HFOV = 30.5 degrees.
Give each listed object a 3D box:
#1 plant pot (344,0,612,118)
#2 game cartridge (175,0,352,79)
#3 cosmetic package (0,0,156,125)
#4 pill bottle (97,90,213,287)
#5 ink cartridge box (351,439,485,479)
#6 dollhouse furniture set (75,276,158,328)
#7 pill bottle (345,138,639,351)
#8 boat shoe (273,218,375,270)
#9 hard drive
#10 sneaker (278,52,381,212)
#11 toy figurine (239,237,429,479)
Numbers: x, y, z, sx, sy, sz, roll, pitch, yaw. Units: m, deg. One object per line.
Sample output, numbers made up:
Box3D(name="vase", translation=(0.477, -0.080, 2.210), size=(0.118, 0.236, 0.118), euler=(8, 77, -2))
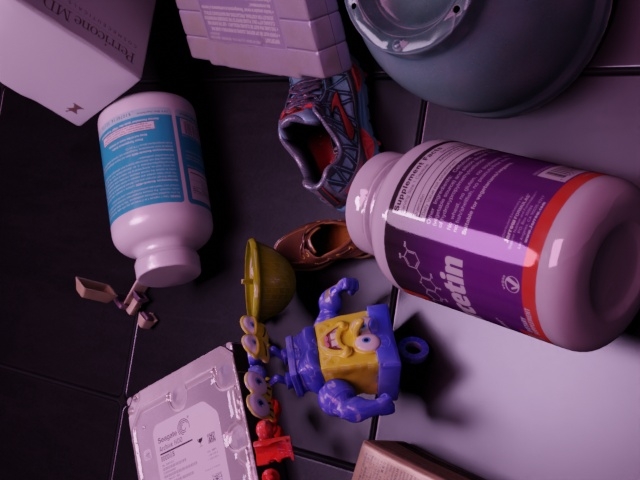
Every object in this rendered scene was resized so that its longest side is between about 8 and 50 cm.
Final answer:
Box3D(name="plant pot", translation=(0.147, -0.286, 1.303), size=(0.293, 0.196, 0.293), euler=(2, 94, 38))
Box3D(name="game cartridge", translation=(-0.093, -0.327, 1.497), size=(0.355, 0.068, 0.230), euler=(21, 136, 55))
Box3D(name="cosmetic package", translation=(-0.367, -0.424, 1.740), size=(0.161, 0.230, 0.453), euler=(-28, 45, 37))
Box3D(name="pill bottle", translation=(-0.235, -0.070, 1.691), size=(0.146, 0.146, 0.264), euler=(-27, 64, 37))
Box3D(name="ink cartridge box", translation=(0.108, 0.367, 1.324), size=(0.193, 0.088, 0.234), euler=(20, 95, 42))
Box3D(name="dollhouse furniture set", translation=(-0.293, 0.067, 1.744), size=(0.091, 0.114, 0.081), euler=(45, 108, 41))
Box3D(name="pill bottle", translation=(0.183, -0.006, 1.264), size=(0.323, 0.181, 0.181), euler=(18, 94, 44))
Box3D(name="boat shoe", translation=(0.000, 0.000, 1.516), size=(0.178, 0.060, 0.064), euler=(-11, 75, 42))
Box3D(name="hard drive", translation=(-0.148, 0.335, 1.589), size=(0.237, 0.064, 0.339), euler=(-30, 62, 35))
Box3D(name="sneaker", translation=(0.001, -0.162, 1.503), size=(0.104, 0.125, 0.262), euler=(-36, 59, 32))
Box3D(name="toy figurine", translation=(0.022, 0.144, 1.437), size=(0.362, 0.217, 0.191), euler=(-99, 0, -53))
